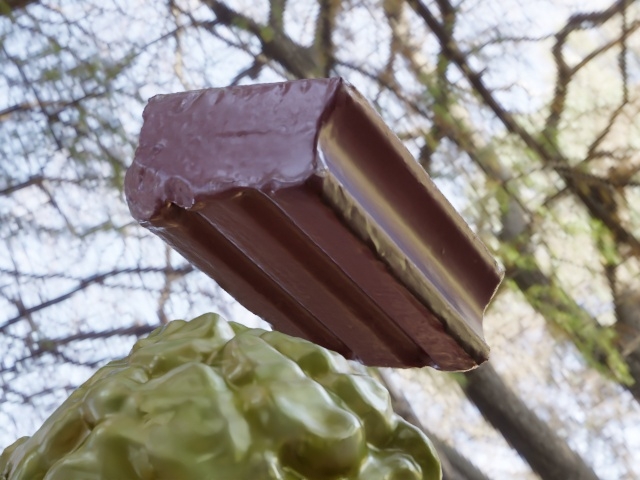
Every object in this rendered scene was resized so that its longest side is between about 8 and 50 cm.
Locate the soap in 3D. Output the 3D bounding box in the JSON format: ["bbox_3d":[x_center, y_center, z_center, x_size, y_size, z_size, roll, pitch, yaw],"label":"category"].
[{"bbox_3d":[0.000,0.000,1.127,0.232,0.128,0.359,-1,-30,34],"label":"soap"}]

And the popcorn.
[{"bbox_3d":[-0.058,0.173,0.642,0.237,0.293,0.293,-38,-28,-25],"label":"popcorn"}]
